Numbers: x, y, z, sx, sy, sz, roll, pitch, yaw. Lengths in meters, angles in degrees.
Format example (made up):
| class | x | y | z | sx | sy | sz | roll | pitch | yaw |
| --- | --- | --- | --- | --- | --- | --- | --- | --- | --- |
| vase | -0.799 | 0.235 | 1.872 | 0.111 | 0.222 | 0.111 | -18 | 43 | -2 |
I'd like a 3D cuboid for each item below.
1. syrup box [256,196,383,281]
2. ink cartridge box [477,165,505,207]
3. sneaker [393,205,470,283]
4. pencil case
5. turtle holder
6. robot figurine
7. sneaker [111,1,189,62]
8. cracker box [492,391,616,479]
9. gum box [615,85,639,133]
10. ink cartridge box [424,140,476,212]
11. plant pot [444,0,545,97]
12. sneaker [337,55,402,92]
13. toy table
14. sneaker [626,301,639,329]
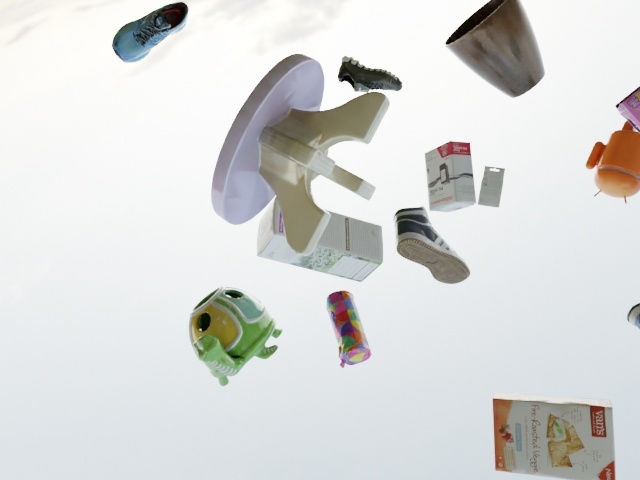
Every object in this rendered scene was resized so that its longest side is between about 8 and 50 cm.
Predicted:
| class | x | y | z | sx | sy | sz | roll | pitch | yaw |
| --- | --- | --- | --- | --- | --- | --- | --- | --- | --- |
| syrup box | 0.000 | 0.000 | 1.128 | 0.236 | 0.093 | 0.097 | 16 | -126 | -20 |
| ink cartridge box | 0.501 | -0.157 | 1.665 | 0.062 | 0.115 | 0.029 | 10 | -178 | 12 |
| sneaker | 0.309 | 0.008 | 1.584 | 0.099 | 0.282 | 0.153 | -38 | -141 | 31 |
| pencil case | 0.081 | 0.270 | 1.757 | 0.104 | 0.104 | 0.237 | -18 | -130 | 6 |
| turtle holder | -0.275 | 0.273 | 1.626 | 0.243 | 0.228 | 0.320 | -29 | -168 | 40 |
| robot figurine | 0.815 | -0.209 | 1.527 | 0.157 | 0.128 | 0.220 | 22 | -91 | -1 |
| sneaker | -0.296 | -0.375 | 0.996 | 0.162 | 0.063 | 0.073 | -46 | -159 | -19 |
| cracker box | 0.483 | 0.407 | 1.185 | 0.232 | 0.156 | 0.067 | -3 | 179 | 23 |
| gum box | 0.737 | -0.305 | 1.203 | 0.188 | 0.107 | 0.062 | -41 | 177 | 17 |
| ink cartridge box | 0.311 | -0.151 | 1.371 | 0.063 | 0.151 | 0.109 | 0 | 171 | -25 |
| plant pot | 0.484 | -0.500 | 1.508 | 0.215 | 0.230 | 0.215 | -39 | -164 | 13 |
| sneaker | 0.160 | -0.539 | 1.932 | 0.234 | 0.078 | 0.106 | 24 | -105 | 7 |
| toy table | -0.025 | -0.120 | 0.840 | 0.160 | 0.275 | 0.252 | 31 | -163 | 23 |
| sneaker | 0.867 | 0.170 | 1.391 | 0.211 | 0.080 | 0.081 | -29 | -144 | 3 |
